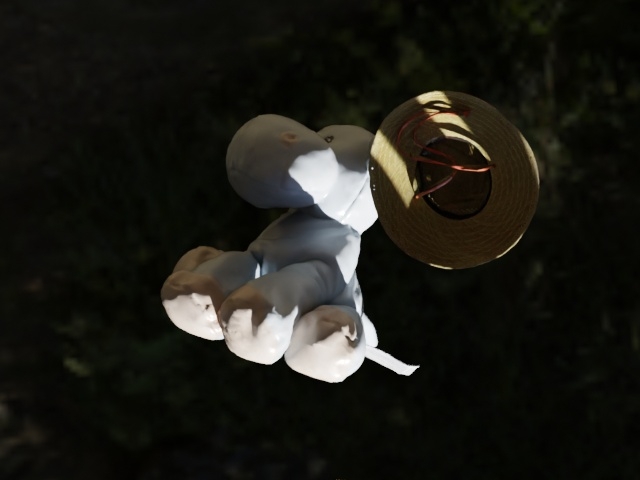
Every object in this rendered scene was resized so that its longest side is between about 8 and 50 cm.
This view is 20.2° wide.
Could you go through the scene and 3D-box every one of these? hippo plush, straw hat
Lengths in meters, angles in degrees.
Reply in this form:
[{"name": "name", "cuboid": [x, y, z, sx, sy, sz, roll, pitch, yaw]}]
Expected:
[{"name": "hippo plush", "cuboid": [0.000, 0.000, 1.809, 0.294, 0.237, 0.234, 14, -172, -23]}, {"name": "straw hat", "cuboid": [0.110, -0.053, 1.455, 0.144, 0.145, 0.061, -5, -173, 10]}]
